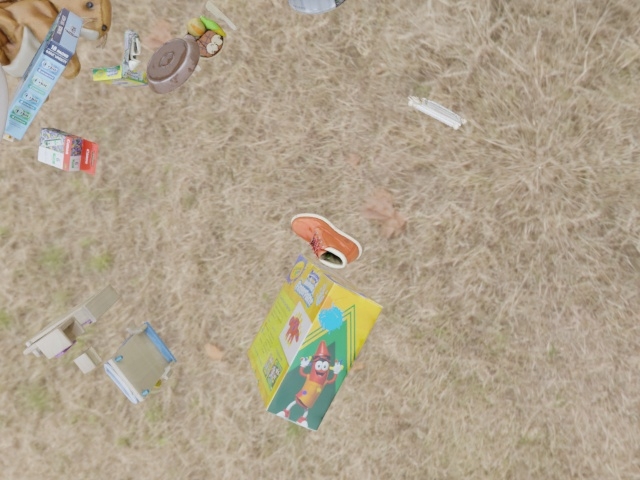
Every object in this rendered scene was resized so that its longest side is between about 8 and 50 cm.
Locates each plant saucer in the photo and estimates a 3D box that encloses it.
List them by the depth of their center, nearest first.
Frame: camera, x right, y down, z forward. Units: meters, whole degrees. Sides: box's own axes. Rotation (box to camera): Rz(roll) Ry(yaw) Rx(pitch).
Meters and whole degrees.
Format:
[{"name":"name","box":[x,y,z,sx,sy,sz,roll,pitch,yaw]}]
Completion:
[{"name":"plant saucer","box":[-0.378,-0.447,1.493,0.168,0.029,0.168,-13,60,25]}]

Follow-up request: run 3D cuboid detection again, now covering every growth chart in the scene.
[{"name":"growth chart","box":[0.326,-0.362,1.656,0.172,0.237,0.021,30,113,7]}]

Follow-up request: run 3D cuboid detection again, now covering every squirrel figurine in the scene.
[{"name":"squirrel figurine","box":[-0.826,-0.677,1.777,0.370,0.281,0.397,-36,68,-1]}]

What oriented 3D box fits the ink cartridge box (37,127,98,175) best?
[{"name":"ink cartridge box","box":[-0.457,-0.160,1.073,0.115,0.029,0.063,20,107,20]}]

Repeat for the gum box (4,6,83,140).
[{"name":"gum box","box":[-0.465,-0.280,0.993,0.041,0.157,0.184,28,116,-32]}]

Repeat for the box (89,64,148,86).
[{"name":"box","box":[-0.624,-0.512,1.849,0.105,0.179,0.043,0,94,18]}]

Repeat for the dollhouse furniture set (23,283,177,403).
[{"name":"dollhouse furniture set","box":[-0.545,0.314,1.456,0.198,0.286,0.303,-32,102,15]}]

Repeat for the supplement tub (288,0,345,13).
[{"name":"supplement tub","box":[-0.021,-0.472,0.943,0.117,0.190,0.117,-9,51,12]}]

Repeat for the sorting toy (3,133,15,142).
[{"name":"sorting toy","box":[-0.585,-0.231,1.112,0.062,0.012,0.083,21,96,26]}]

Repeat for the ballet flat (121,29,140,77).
[{"name":"ballet flat","box":[-0.447,-0.439,1.409,0.041,0.041,0.114,22,116,17]}]

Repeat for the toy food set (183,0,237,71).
[{"name":"toy food set","box":[-0.351,-0.605,1.786,0.132,0.038,0.192,36,108,-31]}]

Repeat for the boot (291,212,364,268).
[{"name":"boot","box":[0.000,0.000,1.154,0.158,0.084,0.059,27,126,17]}]

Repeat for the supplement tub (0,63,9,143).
[{"name":"supplement tub","box":[-0.596,-0.187,0.738,0.316,0.228,0.228,18,103,-6]}]

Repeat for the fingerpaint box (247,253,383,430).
[{"name":"fingerpaint box","box":[-0.034,0.266,1.702,0.163,0.445,0.371,28,90,-16]}]
